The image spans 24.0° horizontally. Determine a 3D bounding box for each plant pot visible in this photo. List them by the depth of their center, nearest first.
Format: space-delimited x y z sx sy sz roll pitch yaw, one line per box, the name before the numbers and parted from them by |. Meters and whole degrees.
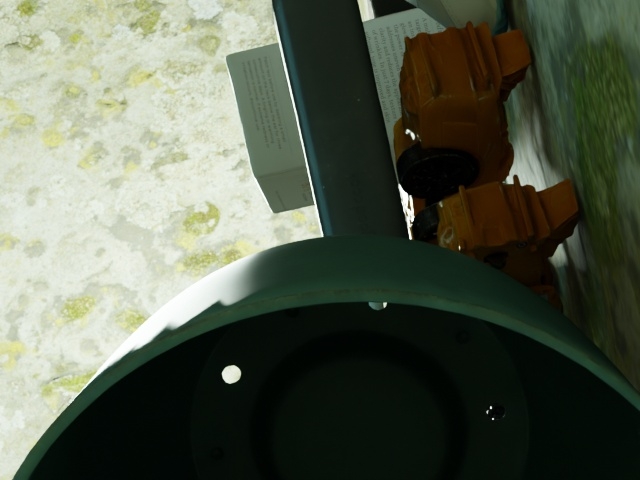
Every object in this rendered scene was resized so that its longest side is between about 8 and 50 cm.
plant pot | 0.016 0.130 0.669 0.235 0.293 0.293 -87 -15 -75

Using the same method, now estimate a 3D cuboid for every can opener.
can opener | 0.000 0.000 0.822 0.076 0.095 0.283 -121 18 -88

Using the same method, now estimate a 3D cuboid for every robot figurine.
robot figurine | 0.097 0.018 0.891 0.291 0.085 0.211 77 -178 -59

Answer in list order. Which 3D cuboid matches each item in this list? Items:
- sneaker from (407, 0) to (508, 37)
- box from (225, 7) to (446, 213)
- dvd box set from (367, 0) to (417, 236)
sneaker | 0.016 -0.186 0.875 0.228 0.092 0.087 45 -178 10
box | 0.033 -0.091 1.046 0.130 0.170 0.091 71 -175 -79
dvd box set | 0.108 -0.042 1.440 0.420 0.062 0.307 74 -176 -73
